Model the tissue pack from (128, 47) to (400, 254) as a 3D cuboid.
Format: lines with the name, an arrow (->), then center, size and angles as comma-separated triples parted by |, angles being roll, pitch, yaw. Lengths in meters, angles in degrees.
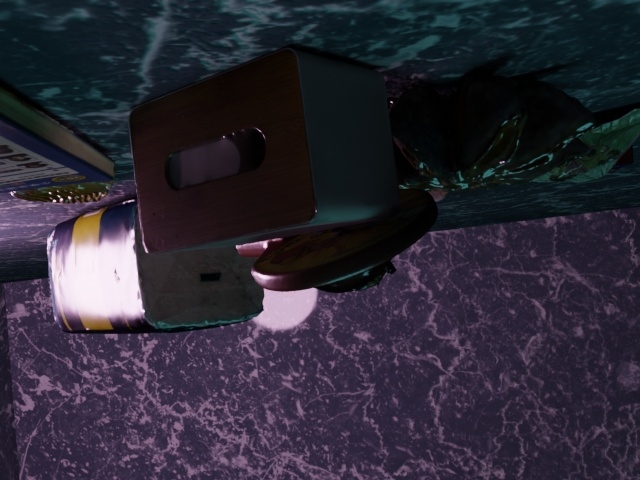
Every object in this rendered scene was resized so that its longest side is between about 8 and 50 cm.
tissue pack -> -0.060, -0.080, 0.806 | 0.246, 0.159, 0.136 | -11, 176, 40

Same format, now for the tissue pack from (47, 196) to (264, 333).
tissue pack -> -0.328, 0.053, 1.531 | 0.264, 0.253, 0.417 | -4, 175, -39

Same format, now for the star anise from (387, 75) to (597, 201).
star anise -> 0.156, -0.117, 0.931 | 0.332, 0.117, 0.331 | -7, 167, -2

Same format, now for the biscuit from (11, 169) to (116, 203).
biscuit -> -0.373, -0.080, 1.193 | 0.176, 0.031, 0.228 | -6, 175, 16

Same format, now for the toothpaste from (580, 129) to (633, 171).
toothpaste -> 0.337, -0.133, 1.286 | 0.321, 0.066, 0.076 | -7, 176, -5

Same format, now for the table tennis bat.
table tennis bat -> 0.000, 0.000, 0.882 | 0.200, 0.038, 0.310 | -34, -161, -32

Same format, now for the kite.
kite -> 0.374, -0.129, 1.187 | 0.323, 0.013, 0.268 | -22, 153, 29

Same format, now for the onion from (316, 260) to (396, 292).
onion -> 0.033, -0.031, 1.535 | 0.273, 0.285, 0.273 | -43, -175, 4

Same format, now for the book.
book -> -0.423, -0.095, 0.849 | 0.300, 0.039, 0.428 | -6, 176, 0
